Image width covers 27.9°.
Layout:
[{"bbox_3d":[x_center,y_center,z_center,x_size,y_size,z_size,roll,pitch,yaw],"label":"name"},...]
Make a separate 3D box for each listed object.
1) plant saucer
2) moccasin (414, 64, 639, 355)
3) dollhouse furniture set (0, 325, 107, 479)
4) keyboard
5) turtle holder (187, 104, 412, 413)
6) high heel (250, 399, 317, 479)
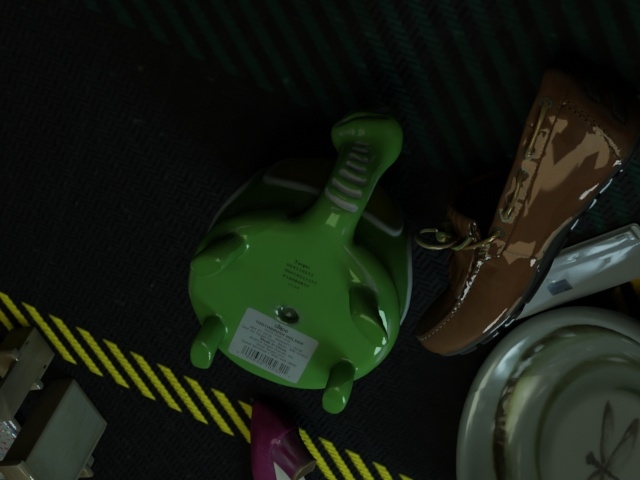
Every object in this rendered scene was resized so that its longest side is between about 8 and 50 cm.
[{"bbox_3d":[0.330,0.275,1.486,0.100,0.400,0.400,1,151,-39],"label":"plant saucer"},{"bbox_3d":[0.187,-0.022,1.355,0.147,0.139,0.380,27,135,-2],"label":"moccasin"},{"bbox_3d":[-0.525,0.303,1.929,0.355,0.174,0.303,-8,127,28],"label":"dollhouse furniture set"},{"bbox_3d":[0.268,0.046,1.478,0.256,0.014,0.072,-23,125,37],"label":"keyboard"},{"bbox_3d":[-0.017,0.003,1.400,0.243,0.227,0.320,4,132,20],"label":"turtle holder"},{"bbox_3d":[-0.079,0.321,1.851,0.117,0.082,0.244,51,154,17],"label":"high heel"}]
